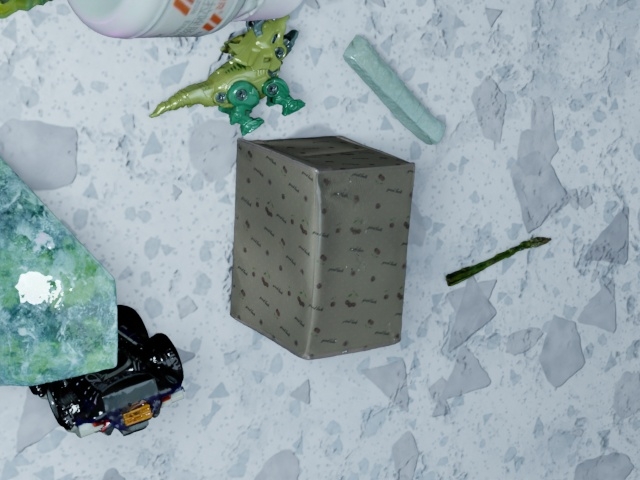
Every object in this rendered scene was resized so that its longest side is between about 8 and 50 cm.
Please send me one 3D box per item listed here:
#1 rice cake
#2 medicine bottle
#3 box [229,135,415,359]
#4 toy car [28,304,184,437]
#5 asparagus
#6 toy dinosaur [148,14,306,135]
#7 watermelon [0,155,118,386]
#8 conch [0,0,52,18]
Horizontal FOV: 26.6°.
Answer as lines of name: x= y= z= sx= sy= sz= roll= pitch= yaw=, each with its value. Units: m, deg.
rice cake: x=0.120 y=-0.240 z=2.197 sx=0.245 sy=0.042 sz=0.045 roll=43 pitch=68 yaw=-36
medicine bottle: x=-0.178 y=-0.397 z=1.830 sx=0.302 sy=0.241 sz=0.241 roll=-10 pitch=110 yaw=-41
box: x=0.000 y=0.000 z=2.083 sx=0.190 sy=0.225 sz=0.297 roll=-8 pitch=110 yaw=-33
toy car: x=-0.307 y=0.195 z=1.899 sx=0.193 sy=0.301 sz=0.118 roll=-20 pitch=112 yaw=-22
asparagus: x=0.319 y=0.033 z=2.425 sx=0.233 sy=0.022 sz=0.023 roll=-22 pitch=72 yaw=-23
toy dinosaur: x=-0.131 y=-0.226 z=2.015 sx=0.259 sy=0.094 sz=0.153 roll=-35 pitch=121 yaw=-10
watermelon: x=-0.417 y=0.049 z=1.862 sx=0.228 sy=0.258 sz=0.387 roll=-38 pitch=79 yaw=-1
conch: x=-0.441 y=-0.346 z=1.786 sx=0.201 sy=0.079 sz=0.094 roll=23 pitch=72 yaw=-28
